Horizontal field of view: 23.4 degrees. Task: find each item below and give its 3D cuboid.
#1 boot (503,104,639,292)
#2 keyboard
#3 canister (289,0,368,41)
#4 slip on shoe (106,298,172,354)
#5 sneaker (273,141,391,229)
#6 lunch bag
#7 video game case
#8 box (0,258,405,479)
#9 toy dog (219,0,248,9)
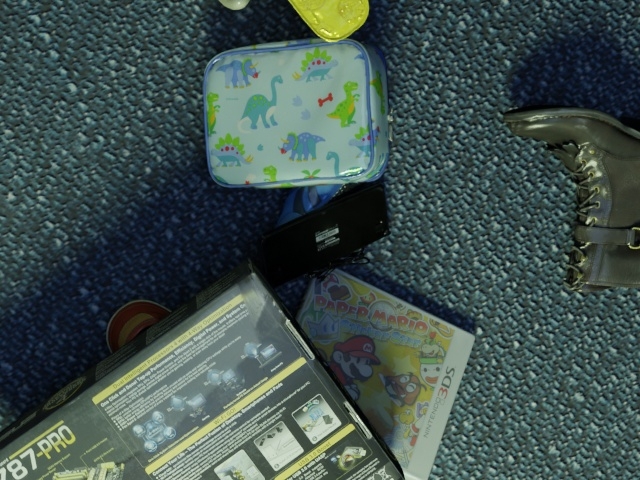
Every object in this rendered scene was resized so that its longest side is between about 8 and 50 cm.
[{"bbox_3d":[0.339,-0.047,1.934,0.262,0.091,0.229,9,95,-13],"label":"boot"},{"bbox_3d":[0.000,0.000,1.884,0.192,0.038,0.100,-23,120,-29],"label":"keyboard"},{"bbox_3d":[-0.007,-0.306,1.778,0.073,0.170,0.126,-37,109,8],"label":"canister"},{"bbox_3d":[-0.125,0.200,1.883,0.331,0.101,0.123,43,87,-13],"label":"slip on shoe"},{"bbox_3d":[-0.004,-0.070,1.895,0.082,0.069,0.209,43,100,23],"label":"sneaker"},{"bbox_3d":[-0.026,-0.151,1.818,0.219,0.090,0.176,-4,90,20],"label":"lunch bag"},{"bbox_3d":[0.062,0.164,1.908,0.227,0.026,0.206,26,68,-11],"label":"video game case"},{"bbox_3d":[-0.149,0.263,1.793,0.395,0.097,0.318,-36,104,2],"label":"box"},{"bbox_3d":[-0.150,-0.443,1.638,0.284,0.408,0.396,-5,98,-8],"label":"toy dog"}]
